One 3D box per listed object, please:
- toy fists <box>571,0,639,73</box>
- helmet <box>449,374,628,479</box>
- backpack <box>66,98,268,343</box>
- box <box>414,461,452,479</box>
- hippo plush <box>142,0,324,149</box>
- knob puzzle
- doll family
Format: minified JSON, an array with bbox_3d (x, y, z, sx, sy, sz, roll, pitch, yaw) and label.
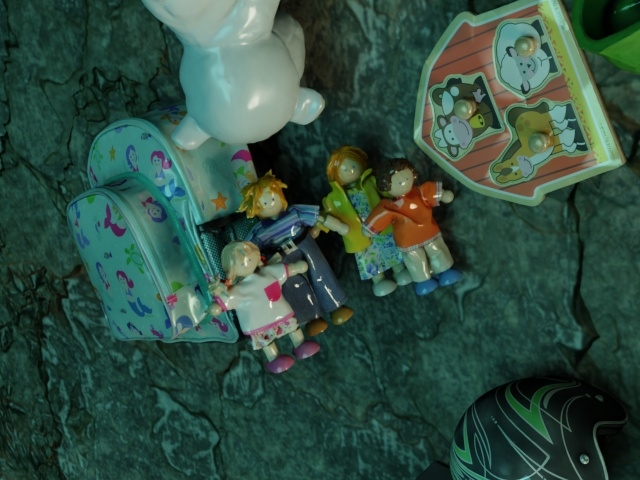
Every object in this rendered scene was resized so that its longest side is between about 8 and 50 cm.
[{"bbox_3d":[0.324,-0.216,0.943,0.279,0.142,0.096,-38,53,38],"label":"toy fists"},{"bbox_3d":[0.203,0.212,1.179,0.169,0.161,0.169,14,116,31],"label":"helmet"},{"bbox_3d":[-0.151,-0.016,1.326,0.225,0.191,0.254,-5,100,57],"label":"backpack"},{"bbox_3d":[0.117,0.354,1.242,0.163,0.247,0.142,18,119,29],"label":"box"},{"bbox_3d":[-0.062,-0.217,1.174,0.234,0.294,0.237,-18,119,9],"label":"hippo plush"},{"bbox_3d":[0.162,-0.119,1.164,0.213,0.030,0.213,14,116,31],"label":"knob puzzle"},{"bbox_3d":[0.000,0.000,1.235,0.163,0.263,0.118,65,171,-20],"label":"doll family"}]
